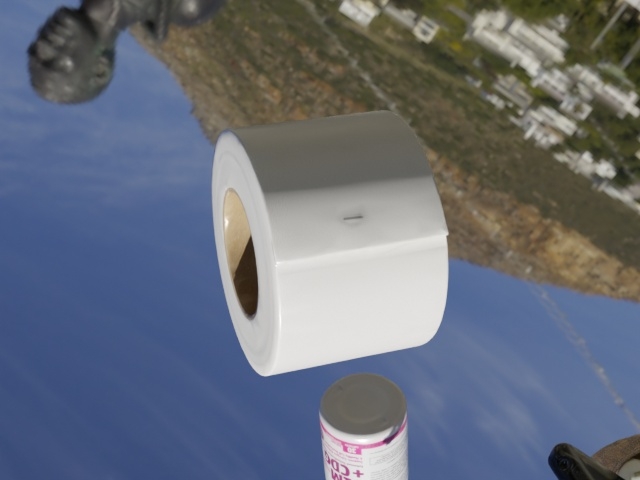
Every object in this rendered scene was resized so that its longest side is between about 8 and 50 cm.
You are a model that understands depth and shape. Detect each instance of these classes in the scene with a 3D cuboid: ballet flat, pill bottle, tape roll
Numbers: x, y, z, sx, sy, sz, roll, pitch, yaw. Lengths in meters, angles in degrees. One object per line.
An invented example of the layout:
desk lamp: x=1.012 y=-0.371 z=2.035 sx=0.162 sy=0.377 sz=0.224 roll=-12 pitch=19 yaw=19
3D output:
ballet flat: x=0.464 y=0.317 z=1.427 sx=0.316 sy=0.107 sz=0.106 roll=-25 pitch=-167 yaw=-27
pill bottle: x=0.085 y=0.399 z=1.925 sx=0.160 sy=0.283 sz=0.160 roll=-3 pitch=-141 yaw=3
tape roll: x=0.000 y=0.000 z=1.024 sx=0.169 sy=0.246 sz=0.246 roll=-9 pitch=-140 yaw=-16

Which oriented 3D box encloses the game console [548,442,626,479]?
game console: x=0.417 y=0.398 z=1.056 sx=0.342 sy=0.060 sz=0.386 roll=39 pitch=-167 yaw=-31
